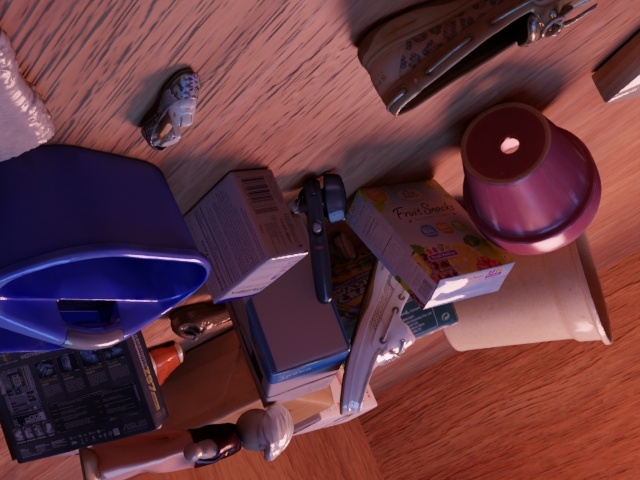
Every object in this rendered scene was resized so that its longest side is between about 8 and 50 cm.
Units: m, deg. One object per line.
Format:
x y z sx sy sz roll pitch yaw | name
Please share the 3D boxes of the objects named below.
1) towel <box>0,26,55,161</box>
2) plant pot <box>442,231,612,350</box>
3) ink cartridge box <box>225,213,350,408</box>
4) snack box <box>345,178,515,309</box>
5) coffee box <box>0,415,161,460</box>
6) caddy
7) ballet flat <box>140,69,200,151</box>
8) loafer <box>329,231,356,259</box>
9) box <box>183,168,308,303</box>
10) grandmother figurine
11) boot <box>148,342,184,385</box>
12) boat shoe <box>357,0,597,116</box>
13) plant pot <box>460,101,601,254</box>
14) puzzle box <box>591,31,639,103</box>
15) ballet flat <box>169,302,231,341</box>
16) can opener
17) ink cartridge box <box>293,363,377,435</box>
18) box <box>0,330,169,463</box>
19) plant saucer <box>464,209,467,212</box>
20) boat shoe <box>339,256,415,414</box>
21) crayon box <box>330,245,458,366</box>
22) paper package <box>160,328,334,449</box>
-0.366 -0.081 0.795 0.282 0.049 0.187 -22 166 -8 | towel
0.391 0.084 1.993 0.305 0.334 0.334 -17 167 19 | plant pot
-0.064 0.124 1.568 0.129 0.223 0.307 -19 164 -11 | ink cartridge box
0.165 0.000 1.510 0.174 0.207 0.070 -11 137 -41 | snack box
-0.404 0.261 1.642 0.119 0.168 0.297 -27 165 13 | coffee box
-0.274 0.036 1.067 0.241 0.179 0.341 -31 162 23 | caddy
-0.144 -0.124 0.981 0.041 0.041 0.114 -12 160 -36 | ballet flat
0.034 0.016 1.696 0.039 0.045 0.125 -18 168 7 | loafer
-0.101 -0.005 1.275 0.072 0.126 0.137 -10 160 -44 | box
-0.206 0.328 1.577 0.342 0.104 0.208 -10 -178 -18 | grandmother figurine
-0.306 0.246 1.946 0.084 0.059 0.158 -24 164 -17 | boot
0.184 -0.219 1.037 0.285 0.089 0.104 -24 164 2 | boat shoe
0.290 -0.102 1.430 0.201 0.201 0.180 -27 148 13 | plant pot
0.588 -0.330 1.323 0.272 0.052 0.409 -14 162 -30 | puzzle box
-0.157 0.135 1.781 0.250 0.058 0.084 -10 160 -40 | ballet flat
0.000 0.000 1.380 0.073 0.186 0.059 0 -166 8 | can opener
-0.001 0.362 2.487 0.117 0.201 0.278 -31 163 27 | ink cartridge box
-0.355 0.205 1.421 0.232 0.183 0.059 -17 -173 14 | box
0.230 0.019 1.840 0.199 0.036 0.198 -60 -179 2 | plant saucer
0.099 0.141 1.512 0.096 0.277 0.098 17 168 1 | boat shoe
0.090 0.088 1.731 0.203 0.083 0.323 -23 -160 -4 | crayon box
-0.172 0.326 2.129 0.309 0.168 0.325 -28 156 17 | paper package
